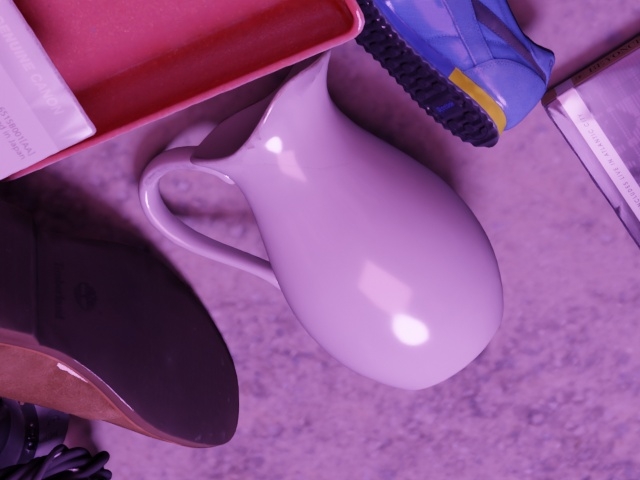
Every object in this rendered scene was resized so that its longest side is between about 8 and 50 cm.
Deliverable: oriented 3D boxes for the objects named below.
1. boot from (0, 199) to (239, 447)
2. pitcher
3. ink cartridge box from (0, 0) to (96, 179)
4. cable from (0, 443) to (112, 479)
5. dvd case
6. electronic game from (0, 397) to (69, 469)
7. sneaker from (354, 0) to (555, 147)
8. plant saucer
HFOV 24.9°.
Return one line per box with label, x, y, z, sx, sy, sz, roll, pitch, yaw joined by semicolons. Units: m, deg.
boot;-0.170;0.061;0.904;0.115;0.112;0.305;-22;144;30
pitcher;0.000;0.000;0.898;0.178;0.125;0.207;-27;111;36
ink cartridge box;-0.294;-0.122;0.791;0.239;0.060;0.275;-26;121;6
cable;-0.219;0.199;1.006;0.150;0.047;0.184;-4;141;-30
dvd case;0.273;-0.087;0.910;0.221;0.018;0.164;-32;120;14
electronic game;-0.285;0.115;0.978;0.229;0.048;0.229;-5;127;-7
sneaker;0.052;-0.150;0.839;0.209;0.069;0.082;43;75;-15
plant saucer;-0.143;-0.180;0.785;0.259;0.048;0.258;-20;121;21
